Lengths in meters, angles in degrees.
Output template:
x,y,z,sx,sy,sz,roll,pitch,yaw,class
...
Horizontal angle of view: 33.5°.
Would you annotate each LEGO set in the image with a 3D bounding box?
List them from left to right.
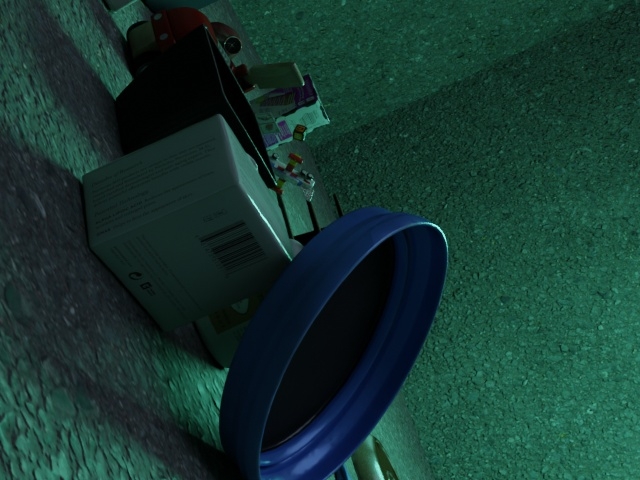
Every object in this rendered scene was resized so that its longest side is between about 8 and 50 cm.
x,y,z,sx,sy,sz,roll,pitch,yaw,class
-0.117,-0.154,2.008,0.182,0.244,0.060,61,39,-36,LEGO set

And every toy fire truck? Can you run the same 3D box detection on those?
x,y,z,sx,sy,sz,roll,pitch,yaw,class
-0.174,-0.295,1.801,0.217,0.246,0.158,60,8,-48,toy fire truck

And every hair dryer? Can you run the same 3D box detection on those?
x,y,z,sx,sy,sz,roll,pitch,yaw,class
-0.197,-0.349,2.225,0.293,0.080,0.224,108,-39,-64,hair dryer

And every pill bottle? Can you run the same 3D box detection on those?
x,y,z,sx,sy,sz,roll,pitch,yaw,class
-0.054,0.072,1.454,0.131,0.229,0.131,-25,90,-85,pill bottle

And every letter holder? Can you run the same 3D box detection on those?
x,y,z,sx,sy,sz,roll,pitch,yaw,class
0.000,0.000,2.486,0.302,0.152,0.214,-108,-177,-49,letter holder

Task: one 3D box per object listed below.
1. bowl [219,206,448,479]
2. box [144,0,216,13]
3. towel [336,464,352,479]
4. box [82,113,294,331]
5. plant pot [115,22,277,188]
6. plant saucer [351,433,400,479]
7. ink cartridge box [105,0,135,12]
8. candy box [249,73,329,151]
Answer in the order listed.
x,y,z,sx,sy,sz,roll,pitch,yaw,class
0.019,0.135,1.317,0.077,0.391,0.391,30,-11,25,bowl
-0.251,-0.679,2.215,0.179,0.343,0.313,32,33,-83,box
0.103,0.551,1.908,0.209,0.034,0.285,-105,169,-64,towel
-0.147,-0.016,1.211,0.181,0.181,0.119,59,10,-47,box
-0.187,-0.160,1.525,0.188,0.167,0.187,59,9,-45,plant pot
0.141,0.538,2.259,0.310,0.050,0.311,-25,90,-83,plant saucer
-0.277,-0.489,1.813,0.092,0.217,0.158,57,8,-21,ink cartridge box
-0.107,-0.279,2.431,0.159,0.233,0.071,-107,171,-59,candy box
